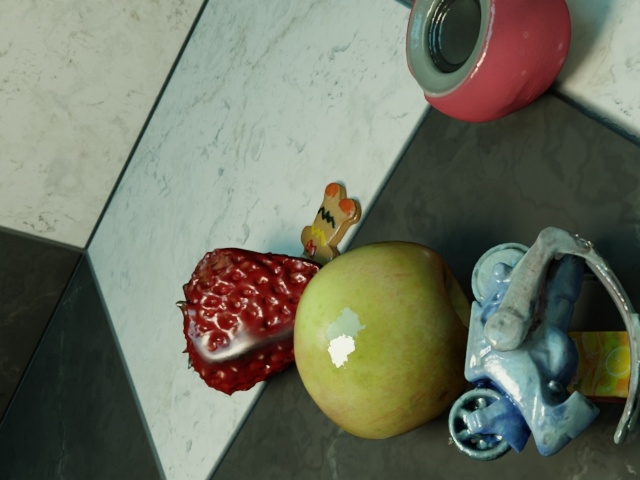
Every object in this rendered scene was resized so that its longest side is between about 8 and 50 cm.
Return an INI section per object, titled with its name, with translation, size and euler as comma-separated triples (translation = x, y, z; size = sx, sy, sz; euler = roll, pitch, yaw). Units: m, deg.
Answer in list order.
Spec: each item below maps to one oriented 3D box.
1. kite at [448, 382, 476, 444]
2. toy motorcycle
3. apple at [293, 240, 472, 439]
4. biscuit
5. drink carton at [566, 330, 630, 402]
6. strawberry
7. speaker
[kite]
translation = 0.241, 0.281, 1.424
size = 0.157, 0.011, 0.139
euler = 13, 82, 55
[toy motorcycle]
translation = 0.299, 0.144, 1.124
size = 0.241, 0.182, 0.319
euler = -10, 65, 53
[apple]
translation = 0.117, 0.158, 1.395
size = 0.277, 0.319, 0.319
euler = -26, 54, 31
[biscuit]
translation = -0.001, 0.000, 1.869
size = 0.250, 0.036, 0.165
euler = -61, 34, 15
[drink carton]
translation = 0.390, 0.181, 1.206
size = 0.223, 0.071, 0.096
euler = -11, 67, 53
[strawberry]
translation = -0.116, 0.156, 1.799
size = 0.345, 0.295, 0.317
euler = -10, 43, 17
[speaker]
translation = 0.282, -0.344, 1.426
size = 0.294, 0.294, 0.294
euler = -28, 53, 45
